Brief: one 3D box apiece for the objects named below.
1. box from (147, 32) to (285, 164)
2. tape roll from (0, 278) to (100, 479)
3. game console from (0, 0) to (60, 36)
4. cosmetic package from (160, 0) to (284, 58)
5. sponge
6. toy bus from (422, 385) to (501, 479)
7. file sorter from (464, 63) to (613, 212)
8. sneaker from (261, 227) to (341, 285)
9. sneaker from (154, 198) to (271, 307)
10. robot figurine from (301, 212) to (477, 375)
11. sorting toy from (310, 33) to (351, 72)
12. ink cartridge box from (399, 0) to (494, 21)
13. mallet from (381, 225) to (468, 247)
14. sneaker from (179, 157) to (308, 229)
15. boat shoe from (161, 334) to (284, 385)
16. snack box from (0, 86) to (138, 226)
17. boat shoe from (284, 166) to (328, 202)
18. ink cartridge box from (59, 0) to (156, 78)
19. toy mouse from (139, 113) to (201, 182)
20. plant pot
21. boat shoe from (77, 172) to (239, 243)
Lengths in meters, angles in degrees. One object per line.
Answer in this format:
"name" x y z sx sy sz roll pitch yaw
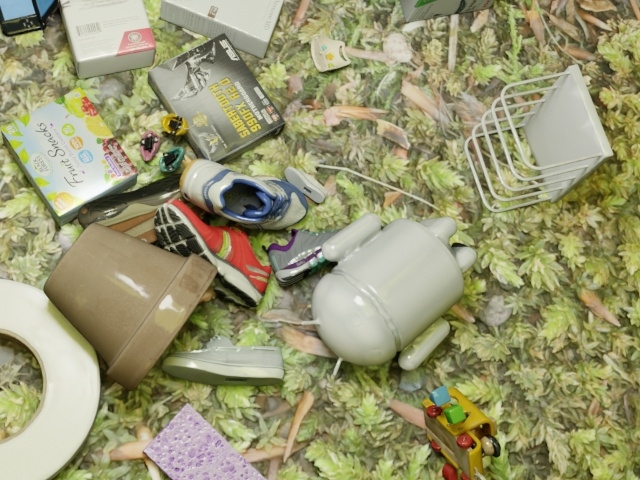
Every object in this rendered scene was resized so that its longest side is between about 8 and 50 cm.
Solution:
"box" -0.209 -0.277 1.952 0.183 0.056 0.231 -30 81 -20
"tape roll" -0.578 0.257 1.696 0.392 0.072 0.392 4 71 -11
"game console" -0.585 -0.492 1.919 0.124 0.085 0.144 -17 77 -12
"cosmetic package" -0.201 -0.477 2.002 0.231 0.085 0.117 19 70 -5
"sponge" -0.206 0.406 1.751 0.210 0.031 0.117 44 69 3
"toy bus" 0.273 0.357 1.785 0.104 0.191 0.202 -23 79 -18
"file sorter" 0.418 -0.190 1.947 0.173 0.277 0.192 -14 76 -12
"sneaker" 0.000 0.000 1.899 0.224 0.083 0.098 -25 75 -18
"sneaker" -0.196 0.008 1.811 0.279 0.107 0.118 48 53 -32
"robot figurine" 0.127 0.097 1.828 0.353 0.200 0.300 -37 98 -19
"sorting toy" 0.025 -0.389 2.048 0.075 0.045 0.083 -12 75 -23
"ink cartridge box" 0.287 -0.553 2.095 0.208 0.153 0.086 -13 79 -15
"mallet" 0.210 0.003 1.968 0.190 0.039 0.062 28 70 1
"sneaker" -0.119 -0.063 1.808 0.296 0.131 0.111 11 103 -45
"boat shoe" -0.178 0.218 1.799 0.228 0.079 0.081 7 62 -15
"snack box" -0.475 -0.159 1.850 0.174 0.070 0.207 -32 81 -20
"boat shoe" -0.027 -0.117 1.957 0.100 0.035 0.035 36 42 5
"ink cartridge box" -0.432 -0.447 1.938 0.159 0.092 0.217 -14 78 -16
"toy mouse" -0.302 -0.175 1.889 0.161 0.031 0.143 18 88 35
"plant pot" -0.341 0.091 1.684 0.229 0.263 0.263 36 69 -7
"boat shoe" -0.293 -0.048 1.842 0.324 0.122 0.119 -18 110 -23
